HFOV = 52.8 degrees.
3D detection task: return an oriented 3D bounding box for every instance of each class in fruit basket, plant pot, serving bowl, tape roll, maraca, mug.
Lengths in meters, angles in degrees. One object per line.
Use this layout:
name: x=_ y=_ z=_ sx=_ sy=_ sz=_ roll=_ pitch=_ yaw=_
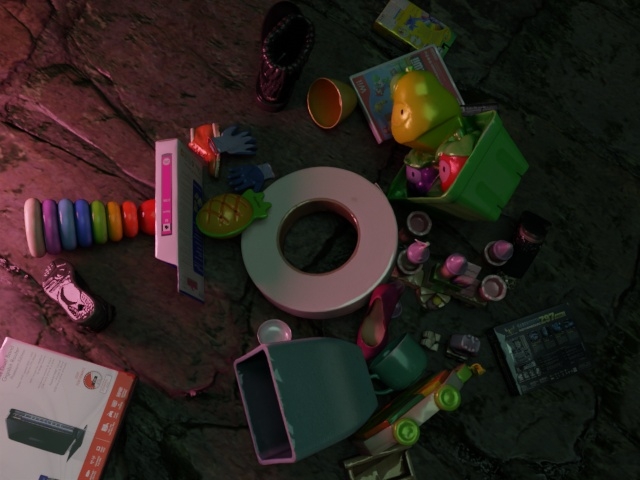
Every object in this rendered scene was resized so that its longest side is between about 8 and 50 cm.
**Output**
fruit basket: x=0.279 y=-0.230 z=1.597 sx=0.392 sy=0.392 sz=0.283 roll=33 pitch=83 yaw=0
plant pot: x=0.044 y=-0.379 z=1.751 sx=0.095 sy=0.134 sz=0.134 roll=-21 pitch=78 yaw=-38
plant pot: x=-0.021 y=0.345 z=1.468 sx=0.252 sy=0.248 sz=0.247 roll=-11 pitch=76 yaw=-27
serving bowl: x=-0.113 y=0.236 z=1.580 sx=0.083 sy=0.027 sz=0.083 roll=4 pitch=57 yaw=-6
tape roll: x=0.000 y=0.000 z=1.594 sx=0.391 sy=0.072 sz=0.392 roll=-3 pitch=67 yaw=6
maraca: x=-0.212 y=-0.067 z=1.567 sx=0.185 sy=0.099 sz=0.127 roll=-24 pitch=56 yaw=-16
mug: x=0.188 y=0.312 z=1.574 sx=0.097 sy=0.129 sz=0.158 roll=46 pitch=106 yaw=3

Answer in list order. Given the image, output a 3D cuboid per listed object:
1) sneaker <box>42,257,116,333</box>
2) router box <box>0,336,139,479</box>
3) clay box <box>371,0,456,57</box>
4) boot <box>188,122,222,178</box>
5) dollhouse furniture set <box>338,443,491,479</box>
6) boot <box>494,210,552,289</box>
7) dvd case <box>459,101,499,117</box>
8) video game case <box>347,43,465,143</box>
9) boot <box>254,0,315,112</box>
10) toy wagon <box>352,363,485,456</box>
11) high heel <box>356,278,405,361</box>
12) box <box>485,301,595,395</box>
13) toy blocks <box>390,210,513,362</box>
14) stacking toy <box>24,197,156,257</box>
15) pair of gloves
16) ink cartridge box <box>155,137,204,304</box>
sneaker: x=-0.561 y=0.137 z=1.506 sx=0.227 sy=0.130 sz=0.087 roll=37 pitch=74 yaw=31
router box: x=-0.600 y=0.418 z=1.410 sx=0.301 sy=0.082 sz=0.336 roll=18 pitch=72 yaw=-5
clay box: x=0.276 y=-0.612 z=1.892 sx=0.222 sy=0.053 sz=0.127 roll=34 pitch=71 yaw=-1
boot: x=-0.297 y=-0.229 z=1.673 sx=0.084 sy=0.059 sz=0.158 roll=-6 pitch=67 yaw=-9
dollhouse furniture set: x=0.193 y=0.571 z=1.352 sx=0.362 sy=0.394 sz=0.257 roll=-13 pitch=77 yaw=-14
boot: x=0.539 y=0.022 z=1.735 sx=0.085 sy=0.236 sz=0.179 roll=28 pitch=113 yaw=14
dvd case: x=0.434 y=-0.272 z=1.814 sx=0.164 sy=0.018 sz=0.221 roll=-6 pitch=90 yaw=-13
video game case: x=0.242 y=-0.412 z=1.801 sx=0.285 sy=0.025 sz=0.204 roll=-25 pitch=87 yaw=-15
boot: x=-0.088 y=-0.532 z=1.689 sx=0.131 sy=0.260 sz=0.348 roll=7 pitch=73 yaw=-9
toy wagon: x=0.229 y=0.374 z=1.484 sx=0.344 sy=0.267 sz=0.068 roll=-34 pitch=83 yaw=-18
high heel: x=0.125 y=0.205 z=1.533 sx=0.082 sy=0.244 sz=0.117 roll=37 pitch=29 yaw=18
box: x=0.573 y=0.282 z=1.685 sx=0.232 sy=0.059 sz=0.184 roll=-17 pitch=78 yaw=-14
toy blocks: x=0.318 y=0.100 z=1.584 sx=0.288 sy=0.260 sz=0.309 roll=21 pitch=71 yaw=-5
stacking toy: x=-0.523 y=-0.045 z=1.547 sx=0.330 sy=0.141 sz=0.141 roll=-7 pitch=75 yaw=-20
pair of gloves: x=-0.201 y=-0.205 z=1.667 sx=0.159 sy=0.023 sz=0.198 roll=-23 pitch=84 yaw=-45
ink cartridge box: x=-0.332 y=-0.040 z=1.542 sx=0.069 sy=0.176 sz=0.371 roll=-8 pitch=74 yaw=7
